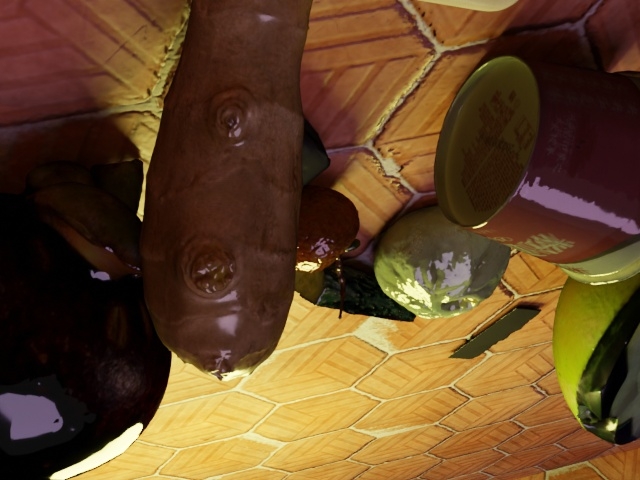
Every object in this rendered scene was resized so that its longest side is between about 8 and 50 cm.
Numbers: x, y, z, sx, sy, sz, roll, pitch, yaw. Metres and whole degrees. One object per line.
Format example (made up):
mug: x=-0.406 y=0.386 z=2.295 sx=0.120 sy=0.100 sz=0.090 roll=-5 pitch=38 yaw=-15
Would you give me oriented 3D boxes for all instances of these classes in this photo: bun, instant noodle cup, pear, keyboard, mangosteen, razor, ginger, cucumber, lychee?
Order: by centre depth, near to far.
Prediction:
ginger: x=-0.058 y=-0.073 z=0.627 sx=0.166 sy=0.376 sz=0.236 roll=22 pitch=-177 yaw=6
mangosteen: x=-0.273 y=0.066 z=0.727 sx=0.347 sy=0.307 sz=0.307 roll=-50 pitch=146 yaw=-6
instant noodle cup: x=0.240 y=-0.082 z=0.774 sx=0.178 sy=0.235 sz=0.235 roll=11 pitch=140 yaw=-21
razor: x=-0.063 y=-0.074 z=0.796 sx=0.148 sy=0.054 sz=0.090 roll=-25 pitch=151 yaw=15
lychee: x=-0.005 y=-0.004 z=0.877 sx=0.114 sy=0.101 sz=0.140 roll=-52 pitch=138 yaw=-18
bun: x=0.171 y=0.036 z=1.015 sx=0.195 sy=0.118 sz=0.195 roll=-8 pitch=146 yaw=-6
cucumber: x=0.058 y=0.067 z=1.062 sx=0.211 sy=0.078 sz=0.062 roll=13 pitch=107 yaw=-42
pear: x=0.487 y=0.115 z=1.156 sx=0.398 sy=0.165 sz=0.399 roll=-23 pitch=130 yaw=-30
keyboard: x=0.324 y=0.176 z=1.396 sx=0.074 sy=0.015 sz=0.196 roll=12 pitch=139 yaw=-31

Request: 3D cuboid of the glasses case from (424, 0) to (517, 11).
glasses case: x=0.093 y=-0.241 z=0.609 sx=0.196 sy=0.050 sz=0.083 roll=0 pitch=143 yaw=-23
